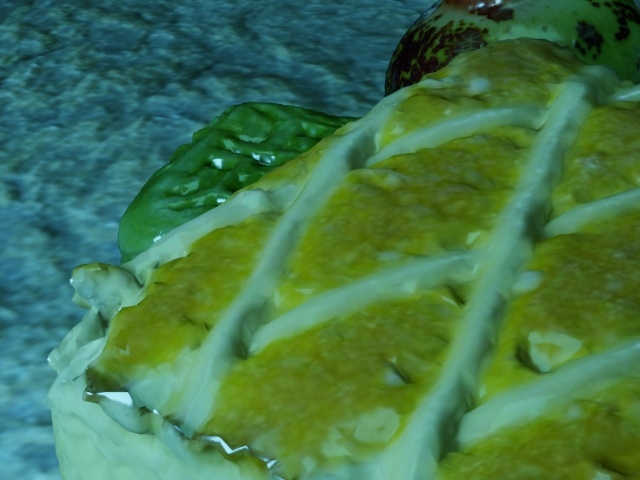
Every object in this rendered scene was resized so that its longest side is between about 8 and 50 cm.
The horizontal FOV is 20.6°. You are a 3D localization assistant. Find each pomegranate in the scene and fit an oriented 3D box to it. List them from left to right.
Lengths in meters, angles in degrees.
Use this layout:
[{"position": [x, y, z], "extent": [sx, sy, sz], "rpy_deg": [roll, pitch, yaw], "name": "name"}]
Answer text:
[{"position": [0.143, -0.144, 1.308], "extent": [0.214, 0.248, 0.214], "rpy_deg": [-13, 28, 7], "name": "pomegranate"}]

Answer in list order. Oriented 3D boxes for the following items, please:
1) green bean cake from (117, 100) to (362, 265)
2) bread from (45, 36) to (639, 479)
[{"position": [0.000, 0.000, 1.178], "extent": [0.248, 0.125, 0.222], "rpy_deg": [8, 30, 21], "name": "green bean cake"}, {"position": [0.123, 0.115, 0.791], "extent": [0.371, 0.279, 0.390], "rpy_deg": [21, 36, 34], "name": "bread"}]
